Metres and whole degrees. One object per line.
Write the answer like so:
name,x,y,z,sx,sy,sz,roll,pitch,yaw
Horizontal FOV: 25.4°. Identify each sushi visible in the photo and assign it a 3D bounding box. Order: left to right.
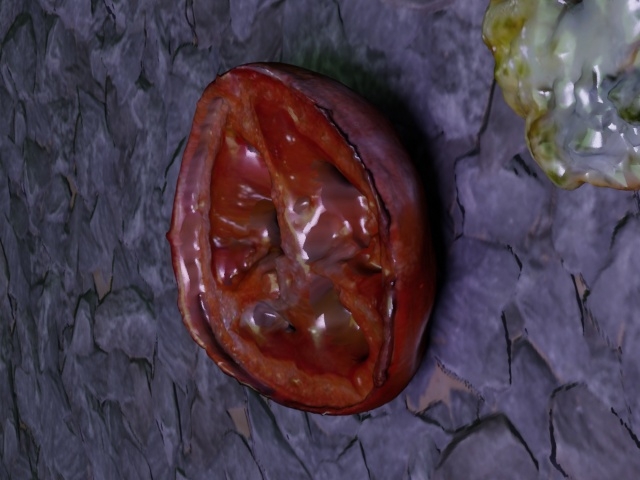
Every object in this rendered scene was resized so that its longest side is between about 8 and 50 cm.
sushi,0.154,-0.156,0.618,0.184,0.139,0.274,-26,71,52

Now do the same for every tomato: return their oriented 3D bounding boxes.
tomato,0.002,0.000,0.899,0.228,0.101,0.228,19,115,48
